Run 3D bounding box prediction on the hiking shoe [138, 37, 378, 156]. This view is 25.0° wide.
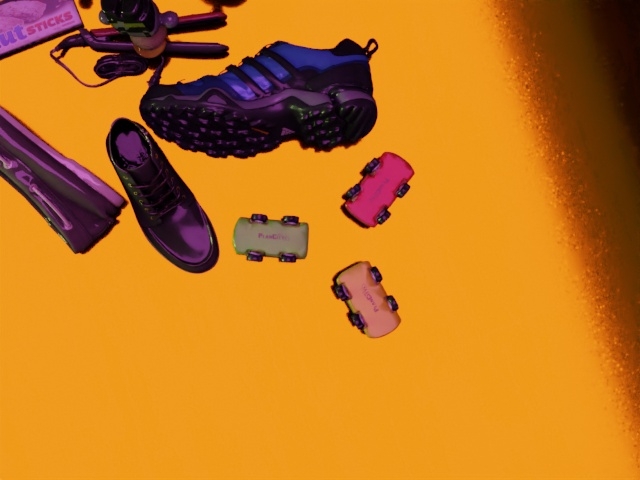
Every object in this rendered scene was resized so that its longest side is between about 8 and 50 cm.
[{"bbox_3d":[-0.077,-0.188,1.845,0.304,0.113,0.132,-1,59,3],"label":"hiking shoe"}]

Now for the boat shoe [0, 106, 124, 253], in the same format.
[{"bbox_3d":[-0.403,-0.110,1.805,0.335,0.112,0.095,36,83,-6],"label":"boat shoe"}]

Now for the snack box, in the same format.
[{"bbox_3d":[-0.399,-0.275,1.851,0.178,0.022,0.064,-22,92,-4],"label":"snack box"}]

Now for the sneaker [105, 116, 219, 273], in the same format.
[{"bbox_3d":[-0.205,-0.052,1.812,0.083,0.118,0.222,-34,91,-3],"label":"sneaker"}]

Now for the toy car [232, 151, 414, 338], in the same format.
[{"bbox_3d":[0.000,0.000,1.856,0.225,0.053,0.239,5,88,-3],"label":"toy car"}]

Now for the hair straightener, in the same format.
[{"bbox_3d":[-0.229,-0.237,1.848,0.230,0.047,0.089,-6,89,-3],"label":"hair straightener"}]

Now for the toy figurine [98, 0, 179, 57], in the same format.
[{"bbox_3d":[-0.212,-0.359,1.787,0.209,0.148,0.213,-43,74,1],"label":"toy figurine"}]
